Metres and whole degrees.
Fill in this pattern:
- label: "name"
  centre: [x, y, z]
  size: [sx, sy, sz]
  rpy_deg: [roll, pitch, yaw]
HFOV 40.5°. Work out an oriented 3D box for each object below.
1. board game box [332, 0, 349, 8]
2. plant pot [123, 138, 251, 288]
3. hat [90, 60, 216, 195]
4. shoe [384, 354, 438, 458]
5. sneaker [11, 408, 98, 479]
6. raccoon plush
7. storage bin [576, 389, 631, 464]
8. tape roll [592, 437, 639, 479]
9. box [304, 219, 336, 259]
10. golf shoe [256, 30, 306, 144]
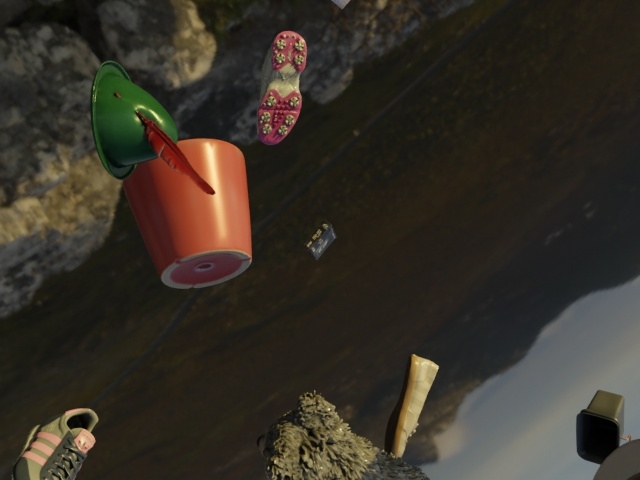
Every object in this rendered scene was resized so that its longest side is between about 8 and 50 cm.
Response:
- label: "board game box"
  centre: [0.039, -0.509, 1.676]
  size: [0.090, 0.020, 0.090]
  rpy_deg: [32, 110, -35]
- label: "plant pot"
  centre: [-0.267, -0.045, 1.845]
  size: [0.275, 0.243, 0.275]
  rpy_deg: [-13, 158, -5]
- label: "hat"
  centre: [-0.229, -0.175, 1.320]
  size: [0.184, 0.208, 0.173]
  rpy_deg: [-3, -172, 12]
- label: "shoe"
  centre: [0.176, 0.334, 1.697]
  size: [0.076, 0.058, 0.218]
  rpy_deg: [-134, -121, -82]
- label: "sneaker"
  centre: [-0.512, 0.427, 1.699]
  size: [0.131, 0.112, 0.319]
  rpy_deg: [-29, -157, 2]
- label: "raccoon plush"
  centre: [0.111, 0.387, 1.423]
  size: [0.447, 0.216, 0.299]
  rpy_deg: [-1, 140, 13]
- label: "storage bin"
  centre: [0.572, 0.370, 1.729]
  size: [0.091, 0.098, 0.135]
  rpy_deg: [-47, 136, -41]
- label: "tape roll"
  centre: [0.586, 0.465, 1.430]
  size: [0.169, 0.246, 0.246]
  rpy_deg: [23, 128, -25]
- label: "box"
  centre: [0.000, 0.000, 1.782]
  size: [0.067, 0.018, 0.083]
  rpy_deg: [-49, 162, -9]
- label: "golf shoe"
  centre: [-0.114, -0.411, 2.363]
  size: [0.140, 0.115, 0.306]
  rpy_deg: [-156, -101, -69]
